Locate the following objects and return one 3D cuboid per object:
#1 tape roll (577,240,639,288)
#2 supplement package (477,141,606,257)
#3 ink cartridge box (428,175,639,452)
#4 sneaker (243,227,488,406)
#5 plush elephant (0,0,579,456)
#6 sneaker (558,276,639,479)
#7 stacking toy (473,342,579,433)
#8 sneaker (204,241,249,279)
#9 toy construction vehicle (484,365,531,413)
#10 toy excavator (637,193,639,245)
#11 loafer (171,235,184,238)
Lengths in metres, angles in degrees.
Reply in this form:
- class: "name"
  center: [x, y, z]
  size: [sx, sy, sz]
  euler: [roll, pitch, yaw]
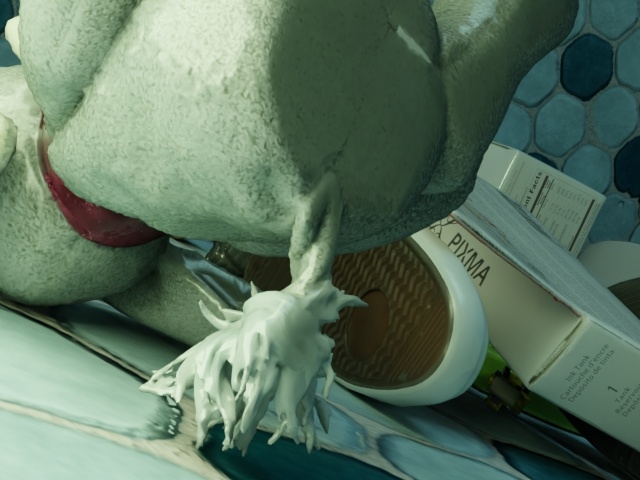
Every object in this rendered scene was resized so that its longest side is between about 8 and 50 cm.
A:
- class: "tape roll"
  center: [0.337, 0.100, 1.545]
  size: [0.219, 0.072, 0.219]
  euler: [33, -23, 16]
- class: "supplement package"
  center: [0.158, -0.017, 1.757]
  size: [0.145, 0.204, 0.262]
  euler: [23, 3, -33]
- class: "ink cartridge box"
  center: [0.102, 0.003, 1.043]
  size: [0.261, 0.066, 0.296]
  euler: [31, 12, -31]
- class: "sneaker"
  center: [0.055, 0.041, 0.959]
  size: [0.123, 0.106, 0.290]
  euler: [20, 3, -23]
- class: "plush elephant"
  center: [-0.071, -0.063, 0.682]
  size: [0.255, 0.330, 0.272]
  euler: [-2, -28, 39]
- class: "sneaker"
  center: [0.383, 0.185, 1.089]
  size: [0.447, 0.169, 0.257]
  euler: [20, -18, 35]
- class: "stacking toy"
  center: [0.211, 0.077, 1.323]
  size: [0.309, 0.130, 0.279]
  euler: [22, 4, -26]
- class: "sneaker"
  center: [0.000, 0.000, 1.261]
  size: [0.146, 0.134, 0.343]
  euler: [31, 12, -2]
- class: "toy construction vehicle"
  center: [0.113, 0.102, 1.119]
  size: [0.086, 0.035, 0.098]
  euler: [36, 6, 2]
- class: "toy excavator"
  center: [0.595, 0.124, 1.867]
  size: [0.445, 0.222, 0.433]
  euler: [15, -19, 21]
- class: "loafer"
  center: [-0.132, -0.036, 1.333]
  size: [0.050, 0.056, 0.148]
  euler: [23, 14, -40]
